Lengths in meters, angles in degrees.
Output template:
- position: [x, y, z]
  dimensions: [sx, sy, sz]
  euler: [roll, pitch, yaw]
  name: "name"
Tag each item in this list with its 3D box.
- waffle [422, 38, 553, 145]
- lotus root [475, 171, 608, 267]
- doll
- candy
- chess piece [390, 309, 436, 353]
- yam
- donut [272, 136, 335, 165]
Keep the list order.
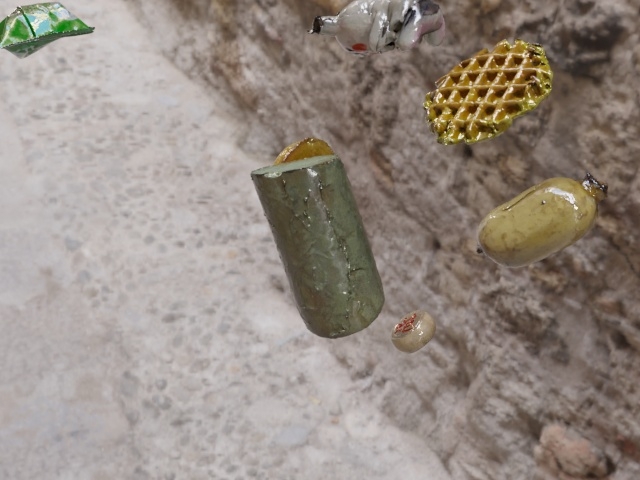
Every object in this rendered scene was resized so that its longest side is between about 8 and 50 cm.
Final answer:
- position: [0.366, -0.331, 1.763]
  dimensions: [0.302, 0.068, 0.325]
  euler: [-32, 36, 17]
  name: "waffle"
- position: [0.442, -0.038, 1.588]
  dimensions: [0.146, 0.284, 0.160]
  euler: [51, 25, -9]
  name: "lotus root"
- position: [0.096, -0.333, 1.227]
  dimensions: [0.192, 0.095, 0.149]
  euler: [6, 22, 40]
  name: "doll"
- position: [-0.462, -0.344, 1.291]
  dimensions: [0.141, 0.078, 0.203]
  euler: [-31, 31, -18]
  name: "candy"
- position: [0.160, 0.158, 1.382]
  dimensions: [0.038, 0.083, 0.083]
  euler: [49, 37, -12]
  name: "chess piece"
- position: [0.000, 0.000, 1.362]
  dimensions: [0.168, 0.304, 0.168]
  euler: [-18, 18, 6]
  name: "yam"
- position: [-0.042, -0.140, 1.756]
  dimensions: [0.178, 0.162, 0.065]
  euler: [-40, 33, -24]
  name: "donut"
